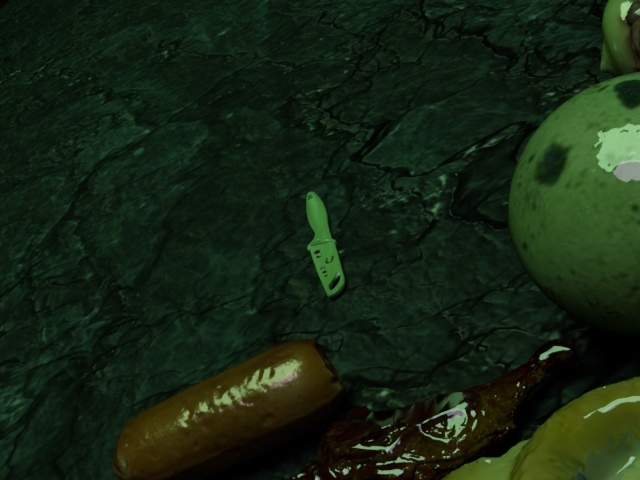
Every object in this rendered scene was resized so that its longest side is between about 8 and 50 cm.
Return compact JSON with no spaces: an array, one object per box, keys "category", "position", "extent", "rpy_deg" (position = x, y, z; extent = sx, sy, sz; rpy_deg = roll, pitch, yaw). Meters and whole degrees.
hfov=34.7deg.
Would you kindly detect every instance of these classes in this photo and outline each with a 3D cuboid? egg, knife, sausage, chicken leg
[{"category":"egg","position":[0.239,-0.028,0.681],"extent":[0.228,0.177,0.177],"rpy_deg":[-13,32,16]},{"category":"knife","position":[0.000,0.000,1.024],"extent":[0.030,0.014,0.207],"rpy_deg":[-25,29,5]},{"category":"sausage","position":[-0.074,0.141,0.801],"extent":[0.197,0.076,0.076],"rpy_deg":[-25,29,8]},{"category":"chicken leg","position":[0.079,0.128,0.707],"extent":[0.219,0.048,0.089],"rpy_deg":[-24,32,11]}]

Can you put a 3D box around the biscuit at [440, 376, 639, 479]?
[{"category":"biscuit","position":[0.181,0.155,0.527],"extent":[0.274,0.091,0.213],"rpy_deg":[-27,26,-1]}]

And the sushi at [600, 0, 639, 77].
[{"category":"sushi","position":[0.341,-0.179,0.828],"extent":[0.236,0.171,0.270],"rpy_deg":[-12,32,33]}]
